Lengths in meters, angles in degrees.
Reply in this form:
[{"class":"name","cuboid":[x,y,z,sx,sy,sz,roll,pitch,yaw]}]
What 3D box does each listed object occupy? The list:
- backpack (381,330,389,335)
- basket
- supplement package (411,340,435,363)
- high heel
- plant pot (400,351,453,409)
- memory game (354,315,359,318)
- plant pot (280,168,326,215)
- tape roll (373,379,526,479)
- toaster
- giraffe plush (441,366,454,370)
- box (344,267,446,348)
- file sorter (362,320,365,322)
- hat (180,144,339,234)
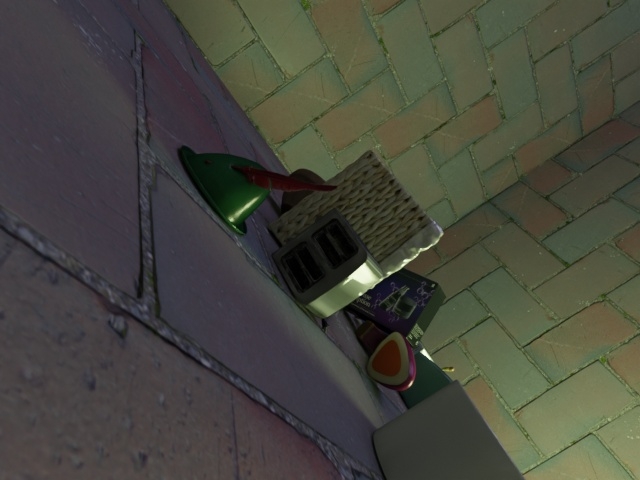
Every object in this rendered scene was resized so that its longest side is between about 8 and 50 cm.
[{"class":"backpack","cuboid":[0.220,0.334,1.492,0.098,0.101,0.120,64,3,19]},{"class":"basket","cuboid":[0.089,-0.020,1.176,0.266,0.331,0.328,54,4,3]},{"class":"supplement package","cuboid":[0.348,0.441,1.853,0.139,0.134,0.244,53,5,-26]},{"class":"high heel","cuboid":[0.206,0.320,1.173,0.181,0.127,0.377,44,3,-9]},{"class":"plant pot","cuboid":[0.337,0.467,1.406,0.234,0.166,0.165,54,3,18]},{"class":"memory game","cuboid":[0.204,0.273,1.527,0.186,0.012,0.186,13,-10,2]},{"class":"plant pot","cuboid":[-0.045,-0.095,1.430,0.237,0.110,0.237,38,-27,24]},{"class":"tape roll","cuboid":[0.218,0.371,0.724,0.246,0.169,0.246,55,4,-5]},{"class":"toaster","cuboid":[0.015,0.051,0.913,0.185,0.168,0.110,57,7,32]},{"class":"giraffe plush","cuboid":[0.417,0.558,1.608,0.210,0.181,0.170,-90,162,-51]},{"class":"box","cuboid":[0.207,0.171,1.365,0.261,0.184,0.103,24,-18,38]},{"class":"file sorter","cuboid":[0.202,0.259,1.750,0.104,0.118,0.170,57,2,-39]},{"class":"hat","cuboid":[-0.102,-0.123,0.782,0.208,0.183,0.173,56,4,-3]}]
